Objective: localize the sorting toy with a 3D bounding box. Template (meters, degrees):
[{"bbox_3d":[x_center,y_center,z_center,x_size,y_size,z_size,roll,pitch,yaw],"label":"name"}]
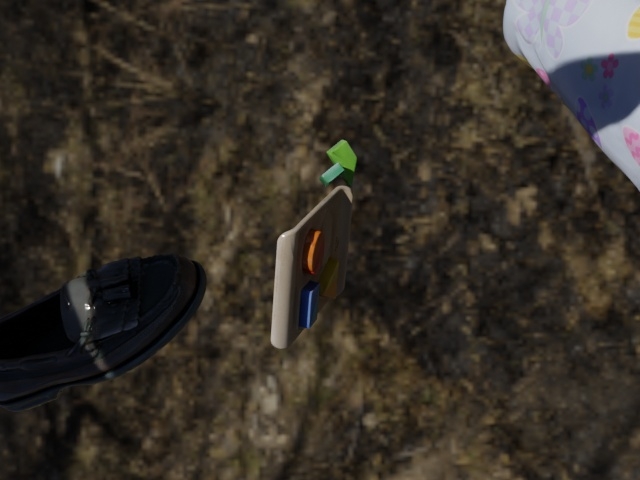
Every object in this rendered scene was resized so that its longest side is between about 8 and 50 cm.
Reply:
[{"bbox_3d":[0.000,0.000,0.547,0.012,0.062,0.083,17,119,22],"label":"sorting toy"}]

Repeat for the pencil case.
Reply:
[{"bbox_3d":[0.221,-0.089,0.809,0.273,0.113,0.124,-120,26,-43],"label":"pencil case"}]

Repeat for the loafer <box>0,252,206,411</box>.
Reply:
[{"bbox_3d":[-0.223,0.079,1.138,0.267,0.084,0.096,-29,43,28],"label":"loafer"}]
